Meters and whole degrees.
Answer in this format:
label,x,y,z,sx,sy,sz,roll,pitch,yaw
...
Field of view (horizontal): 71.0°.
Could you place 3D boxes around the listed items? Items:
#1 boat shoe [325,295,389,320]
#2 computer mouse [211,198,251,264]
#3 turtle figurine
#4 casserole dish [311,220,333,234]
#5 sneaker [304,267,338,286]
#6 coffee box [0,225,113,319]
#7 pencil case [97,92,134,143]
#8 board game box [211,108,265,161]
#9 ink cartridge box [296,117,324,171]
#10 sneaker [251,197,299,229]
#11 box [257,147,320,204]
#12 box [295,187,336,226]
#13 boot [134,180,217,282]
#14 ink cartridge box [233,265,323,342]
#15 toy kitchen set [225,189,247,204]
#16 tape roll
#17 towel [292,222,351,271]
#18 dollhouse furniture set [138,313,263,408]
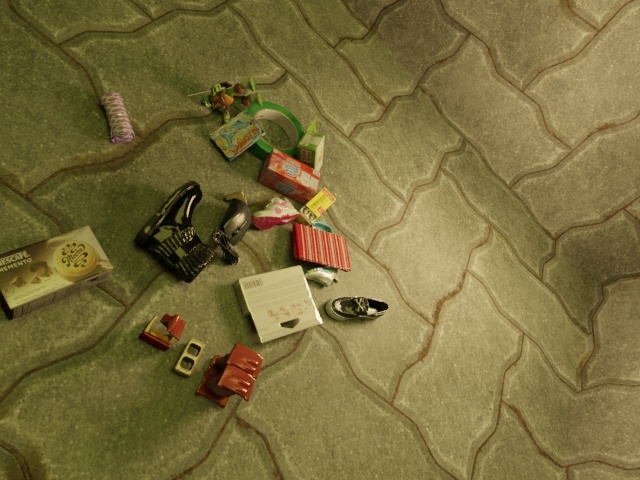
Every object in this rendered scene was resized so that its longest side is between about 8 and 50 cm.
label,x,y,z,sx,sy,sz,roll,pitch,yaw
boat shoe,0.168,0.291,1.956,0.302,0.102,0.108,12,59,-30
computer mouse,-0.328,-0.054,1.776,0.188,0.072,0.272,66,27,-45
turtle figurine,-0.405,-0.601,1.982,0.274,0.267,0.197,-82,157,-64
casserole dish,0.000,0.000,2.049,0.114,0.037,0.188,19,57,-26
sneaker,0.008,0.162,1.944,0.191,0.071,0.082,-3,73,-35
coffee box,-0.826,0.093,1.373,0.297,0.119,0.168,-27,83,-41
pencil case,-0.791,-0.473,1.745,0.088,0.086,0.206,-19,74,-12
board game box,-0.361,-0.462,1.975,0.136,0.201,0.035,52,4,1
ink cartridge box,-0.028,-0.446,2.167,0.097,0.188,0.255,17,51,10
sneaker,-0.209,-0.122,1.933,0.252,0.103,0.111,-14,68,-53
box,-0.143,-0.290,2.056,0.257,0.123,0.128,25,53,-21
box,-0.025,-0.152,2.102,0.087,0.058,0.232,47,48,-3
boot,-0.481,-0.034,1.670,0.260,0.131,0.347,35,61,-5
ink cartridge box,-0.165,0.250,1.774,0.297,0.066,0.261,-10,71,-37
toy kitchen set,-0.352,-0.168,1.911,0.068,0.075,0.083,-103,176,-67
tape roll,-0.227,-0.515,2.156,0.322,0.077,0.321,16,57,-26
towel,0.003,0.032,1.974,0.275,0.031,0.198,16,46,-27
dollhouse furniture set,-0.401,0.382,1.448,0.374,0.201,0.152,33,51,-16
